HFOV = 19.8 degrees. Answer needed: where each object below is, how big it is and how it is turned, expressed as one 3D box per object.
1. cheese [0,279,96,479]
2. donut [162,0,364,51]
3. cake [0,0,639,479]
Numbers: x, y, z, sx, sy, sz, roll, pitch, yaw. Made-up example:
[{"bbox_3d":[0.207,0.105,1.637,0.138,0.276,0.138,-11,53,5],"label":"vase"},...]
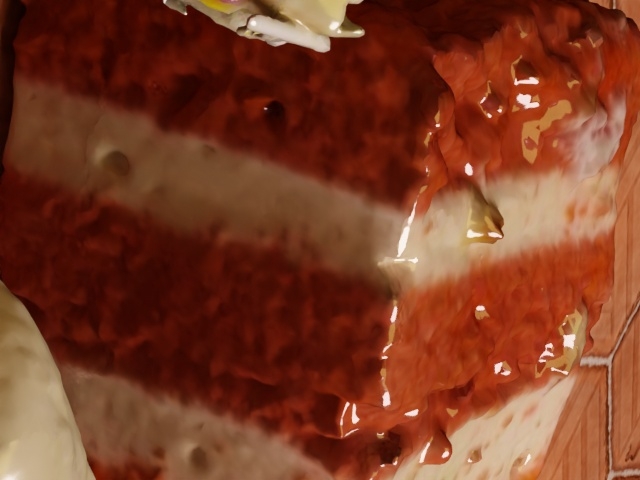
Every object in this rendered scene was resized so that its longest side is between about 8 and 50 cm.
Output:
[{"bbox_3d":[-0.209,0.130,0.828,0.251,0.173,0.248,-15,125,-47],"label":"cheese"},{"bbox_3d":[-0.009,-0.250,0.857,0.150,0.307,0.371,-47,172,32],"label":"donut"},{"bbox_3d":[0.000,0.000,1.011,0.269,0.270,0.319,-15,119,-54],"label":"cake"}]
